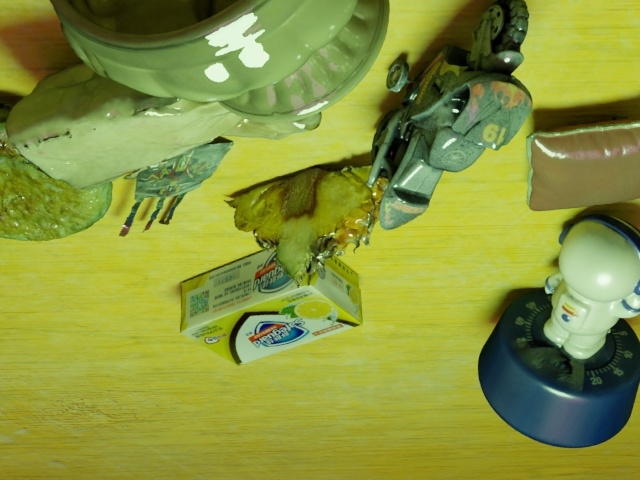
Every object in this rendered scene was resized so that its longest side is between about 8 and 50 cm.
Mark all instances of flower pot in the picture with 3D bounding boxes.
[{"bbox_3d":[-0.076,-0.243,0.827,0.307,0.307,0.244,-14,159,18],"label":"flower pot"}]

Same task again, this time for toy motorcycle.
[{"bbox_3d":[0.150,-0.145,1.077,0.108,0.173,0.307,14,142,-25],"label":"toy motorcycle"}]

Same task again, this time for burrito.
[{"bbox_3d":[-0.173,-0.163,1.063,0.331,0.135,0.190,-13,160,10],"label":"burrito"}]

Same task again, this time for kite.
[{"bbox_3d":[-0.216,-0.067,1.279,0.141,0.015,0.245,-12,161,-33],"label":"kite"}]

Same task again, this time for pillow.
[{"bbox_3d":[0.366,-0.107,1.233,0.179,0.075,0.171,-7,146,7],"label":"pillow"}]

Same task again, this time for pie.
[{"bbox_3d":[-0.421,-0.085,1.236,0.277,0.078,0.277,3,148,2],"label":"pie"}]

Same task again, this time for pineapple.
[{"bbox_3d":[0.006,-0.002,1.307,0.249,0.164,0.140,-18,152,17],"label":"pineapple"}]

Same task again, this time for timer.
[{"bbox_3d":[0.423,0.120,1.468,0.270,0.270,0.383,2,133,-7],"label":"timer"}]

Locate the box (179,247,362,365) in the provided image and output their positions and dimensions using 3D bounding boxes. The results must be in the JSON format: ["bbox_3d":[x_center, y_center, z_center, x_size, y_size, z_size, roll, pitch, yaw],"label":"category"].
[{"bbox_3d":[-0.082,0.104,1.513,0.265,0.097,0.168,-20,143,25],"label":"box"}]
